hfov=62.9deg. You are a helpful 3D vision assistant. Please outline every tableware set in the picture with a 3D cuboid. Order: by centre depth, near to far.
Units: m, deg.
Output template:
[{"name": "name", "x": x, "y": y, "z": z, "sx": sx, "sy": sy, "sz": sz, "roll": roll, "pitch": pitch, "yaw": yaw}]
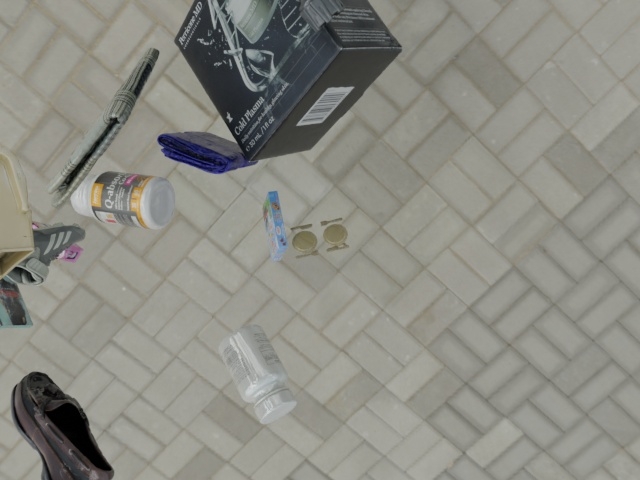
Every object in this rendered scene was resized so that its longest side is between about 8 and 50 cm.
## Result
[{"name": "tableware set", "x": 0.000, "y": 0.000, "z": 1.812, "sx": 0.195, "sy": 0.128, "sz": 0.039, "roll": -12, "pitch": 151, "yaw": 1}]

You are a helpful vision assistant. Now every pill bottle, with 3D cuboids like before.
[{"name": "pill bottle", "x": -0.159, "y": 0.343, "z": 1.346, "sx": 0.131, "sy": 0.131, "sz": 0.229, "roll": -40, "pitch": 61, "yaw": 10}, {"name": "pill bottle", "x": -0.601, "y": -0.126, "z": 1.596, "sx": 0.279, "sy": 0.162, "sz": 0.162, "roll": 7, "pitch": 106, "yaw": 15}]

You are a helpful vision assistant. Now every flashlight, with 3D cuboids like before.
[{"name": "flashlight", "x": -0.083, "y": -0.599, "z": 1.149, "sx": 0.103, "sy": 0.103, "sz": 0.304, "roll": -33, "pitch": 107, "yaw": 28}]

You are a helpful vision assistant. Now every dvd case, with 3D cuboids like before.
[{"name": "dvd case", "x": -0.544, "y": 0.096, "z": 0.900, "sx": 0.013, "sy": 0.087, "sz": 0.119, "roll": -28, "pitch": 80, "yaw": -2}]

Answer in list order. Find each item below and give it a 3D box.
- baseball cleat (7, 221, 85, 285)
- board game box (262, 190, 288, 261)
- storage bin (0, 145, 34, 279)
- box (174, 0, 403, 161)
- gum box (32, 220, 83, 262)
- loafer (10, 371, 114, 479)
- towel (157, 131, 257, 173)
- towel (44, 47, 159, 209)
[{"name": "baseball cleat", "x": -0.477, "y": 0.023, "z": 0.898, "sx": 0.072, "sy": 0.206, "sz": 0.109, "roll": -20, "pitch": 87, "yaw": 17}, {"name": "board game box", "x": -0.164, "y": -0.048, "z": 1.870, "sx": 0.039, "sy": 0.160, "sz": 0.211, "roll": -8, "pitch": 73, "yaw": -17}, {"name": "storage bin", "x": -0.455, "y": -0.002, "z": 0.477, "sx": 0.262, "sy": 0.260, "sz": 0.123, "roll": -30, "pitch": 64, "yaw": 27}, {"name": "box", "x": -0.112, "y": -0.567, "z": 1.516, "sx": 0.480, "sy": 0.298, "sz": 0.471, "roll": -41, "pitch": 76, "yaw": 42}, {"name": "gum box", "x": -0.968, "y": 0.008, "z": 1.902, "sx": 0.189, "sy": 0.107, "sz": 0.062, "roll": 33, "pitch": 89, "yaw": 12}, {"name": "loafer", "x": -0.414, "y": 0.310, "z": 0.858, "sx": 0.095, "sy": 0.303, "sz": 0.109, "roll": -54, "pitch": 142, "yaw": 5}, {"name": "towel", "x": -0.333, "y": -0.264, "z": 1.600, "sx": 0.228, "sy": 0.308, "sz": 0.076, "roll": 23, "pitch": 106, "yaw": 5}, {"name": "towel", "x": -0.482, "y": -0.253, "z": 1.152, "sx": 0.056, "sy": 0.312, "sz": 0.324, "roll": 33, "pitch": 127, "yaw": -27}]
